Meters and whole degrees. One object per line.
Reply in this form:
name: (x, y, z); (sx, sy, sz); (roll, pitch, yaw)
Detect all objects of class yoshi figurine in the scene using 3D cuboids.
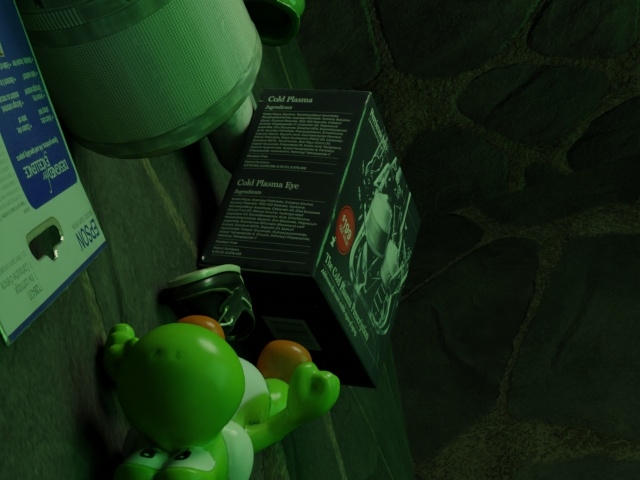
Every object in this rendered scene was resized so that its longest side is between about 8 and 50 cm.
yoshi figurine: (-0.105, 0.140, 1.138); (0.203, 0.203, 0.362); (56, 11, -4)

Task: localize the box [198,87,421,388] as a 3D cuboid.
box: (0.000, 0.000, 1.761); (0.343, 0.178, 0.313); (62, 38, -53)

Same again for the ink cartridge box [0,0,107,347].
ink cartridge box: (-0.270, -0.096, 0.877); (0.303, 0.072, 0.307); (-78, 152, -78)

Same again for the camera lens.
camera lens: (-0.193, -0.233, 1.144); (0.219, 0.219, 0.274); (-100, 169, -46)

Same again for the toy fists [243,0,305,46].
toy fists: (-0.142, -0.361, 1.549); (0.096, 0.279, 0.142); (-54, -149, 38)

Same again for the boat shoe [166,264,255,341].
boat shoe: (-0.126, 0.078, 1.451); (0.233, 0.084, 0.079); (54, 19, -77)

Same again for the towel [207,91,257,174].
towel: (-0.190, -0.319, 1.764); (0.320, 0.090, 0.375); (65, 4, -59)
